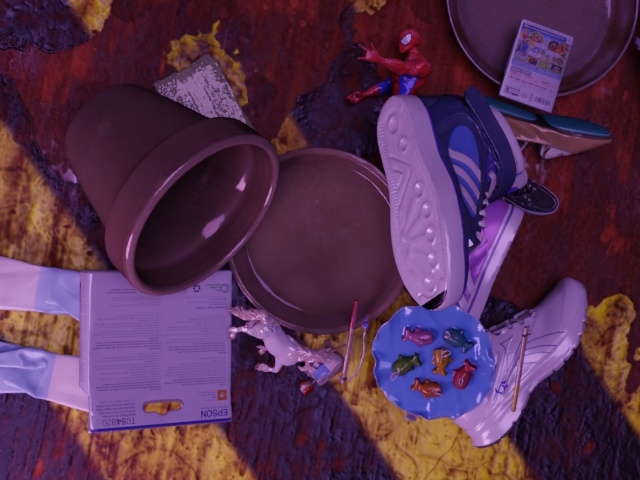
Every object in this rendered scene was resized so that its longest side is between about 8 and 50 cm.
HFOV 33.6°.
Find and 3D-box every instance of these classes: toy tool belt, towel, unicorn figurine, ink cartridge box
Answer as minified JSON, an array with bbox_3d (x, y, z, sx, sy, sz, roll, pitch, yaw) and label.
[{"bbox_3d":[-0.006,0.188,1.587,0.083,0.052,0.051,-36,64,-11],"label":"toy tool belt"},{"bbox_3d":[-0.171,-0.189,1.565,0.110,0.027,0.148,-30,96,-7],"label":"towel"},{"bbox_3d":[-0.059,0.150,1.535,0.162,0.111,0.060,38,52,-37],"label":"unicorn figurine"},{"bbox_3d":[-0.232,0.152,1.510,0.223,0.045,0.224,1,87,-31],"label":"ink cartridge box"}]

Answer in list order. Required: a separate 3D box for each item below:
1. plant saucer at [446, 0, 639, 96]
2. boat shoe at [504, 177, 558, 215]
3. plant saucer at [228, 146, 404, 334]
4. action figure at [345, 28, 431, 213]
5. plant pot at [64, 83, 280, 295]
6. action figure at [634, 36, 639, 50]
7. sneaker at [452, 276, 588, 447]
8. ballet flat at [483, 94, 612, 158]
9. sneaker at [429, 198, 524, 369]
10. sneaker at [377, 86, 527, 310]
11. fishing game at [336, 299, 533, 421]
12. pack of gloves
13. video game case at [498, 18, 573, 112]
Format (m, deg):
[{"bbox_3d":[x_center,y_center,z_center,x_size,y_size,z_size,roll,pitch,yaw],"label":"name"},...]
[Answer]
[{"bbox_3d":[0.338,-0.374,1.640,0.310,0.050,0.311,0,90,-9],"label":"plant saucer"},{"bbox_3d":[0.307,-0.077,1.638,0.142,0.040,0.049,23,86,-9],"label":"boat shoe"},{"bbox_3d":[0.000,0.000,1.547,0.277,0.041,0.278,2,102,8],"label":"plant saucer"},{"bbox_3d":[0.087,-0.182,1.572,0.139,0.091,0.280,10,88,-22],"label":"action figure"},{"bbox_3d":[-0.224,-0.096,1.445,0.263,0.263,0.229,-45,65,-7],"label":"plant pot"},{"bbox_3d":[0.539,-0.301,1.653,0.137,0.063,0.232,7,82,-40],"label":"action figure"},{"bbox_3d":[0.293,0.168,1.606,0.129,0.111,0.297,39,83,-2],"label":"sneaker"},{"bbox_3d":[0.331,-0.165,1.637,0.232,0.080,0.073,14,116,-7],"label":"ballet flat"},{"bbox_3d":[0.178,0.050,1.597,0.161,0.102,0.282,24,81,-1],"label":"sneaker"},{"bbox_3d":[0.217,-0.059,1.487,0.236,0.130,0.323,3,65,-31],"label":"sneaker"},{"bbox_3d":[0.160,0.180,1.527,0.264,0.041,0.189,12,110,6],"label":"fishing game"},{"bbox_3d":[-0.393,0.134,1.528,0.232,0.046,0.195,11,87,1],"label":"pack of gloves"},{"bbox_3d":[0.327,-0.264,1.609,0.087,0.011,0.122,18,88,-9],"label":"video game case"}]
